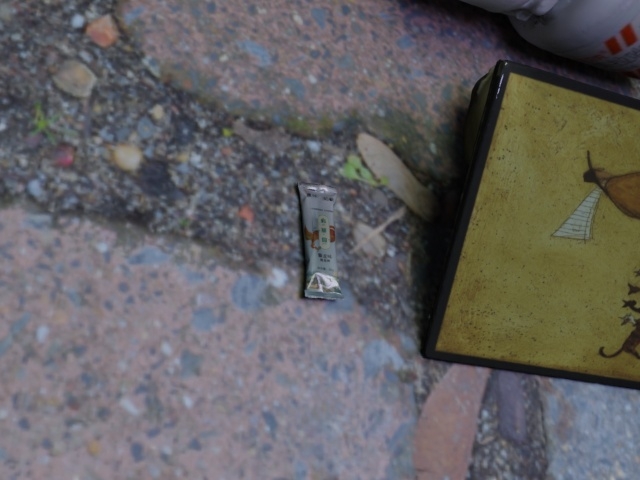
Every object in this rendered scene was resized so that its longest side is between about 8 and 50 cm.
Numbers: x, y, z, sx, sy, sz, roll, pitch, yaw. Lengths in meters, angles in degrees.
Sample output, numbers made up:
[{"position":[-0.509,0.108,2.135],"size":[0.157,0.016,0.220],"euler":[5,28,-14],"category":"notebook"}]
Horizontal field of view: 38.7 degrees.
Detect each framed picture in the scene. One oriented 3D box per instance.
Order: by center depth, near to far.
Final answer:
[{"position":[0.267,0.004,0.809],"size":[0.339,0.014,0.255],"euler":[11,97,-22],"category":"framed picture"}]

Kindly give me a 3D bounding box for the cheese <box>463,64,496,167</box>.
[{"position":[0.220,-0.078,0.869],"size":[0.202,0.091,0.175],"euler":[42,52,-3],"category":"cheese"}]

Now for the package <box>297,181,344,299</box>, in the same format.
[{"position":[0.000,0.000,0.758],"size":[0.037,0.015,0.110],"euler":[7,61,-19],"category":"package"}]

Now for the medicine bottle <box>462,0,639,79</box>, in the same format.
[{"position":[0.274,-0.313,0.914],"size":[0.325,0.256,0.256],"euler":[11,61,-24],"category":"medicine bottle"}]
